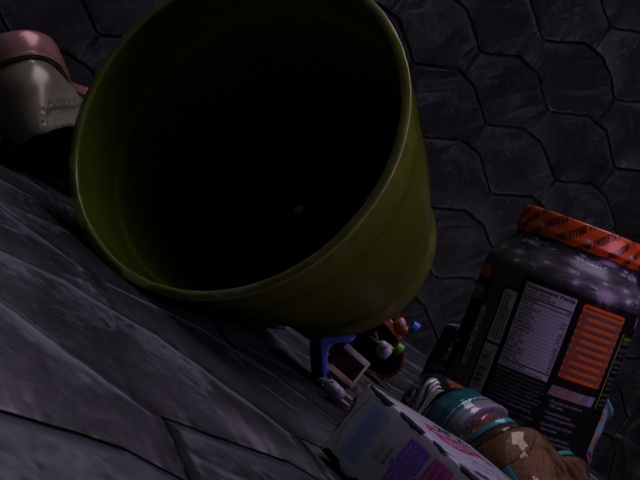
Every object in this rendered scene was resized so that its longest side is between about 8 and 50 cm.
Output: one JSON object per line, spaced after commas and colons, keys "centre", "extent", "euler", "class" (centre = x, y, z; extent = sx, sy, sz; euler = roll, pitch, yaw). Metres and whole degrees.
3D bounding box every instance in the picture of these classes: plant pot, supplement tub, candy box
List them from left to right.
{"centre": [-0.027, -0.055, 1.225], "extent": [0.366, 0.366, 0.353], "euler": [36, -5, 29], "class": "plant pot"}
{"centre": [0.118, 0.214, 0.862], "extent": [0.165, 0.070, 0.196], "euler": [35, 1, -43], "class": "candy box"}
{"centre": [0.277, 0.139, 1.399], "extent": [0.207, 0.338, 0.207], "euler": [21, 2, -1], "class": "supplement tub"}

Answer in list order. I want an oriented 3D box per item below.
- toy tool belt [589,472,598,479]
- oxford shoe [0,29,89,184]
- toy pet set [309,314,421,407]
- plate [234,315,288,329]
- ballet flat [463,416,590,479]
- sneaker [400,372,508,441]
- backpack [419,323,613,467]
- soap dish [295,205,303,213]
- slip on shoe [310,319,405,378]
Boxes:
{"centre": [0.370, 0.352, 1.547], "extent": [0.083, 0.052, 0.051], "euler": [36, -8, -8], "class": "toy tool belt"}
{"centre": [-0.331, -0.122, 1.408], "extent": [0.397, 0.140, 0.147], "euler": [50, 17, -74], "class": "oxford shoe"}
{"centre": [0.035, 0.124, 1.235], "extent": [0.065, 0.122, 0.114], "euler": [42, -20, -8], "class": "toy pet set"}
{"centre": [-0.122, 0.065, 1.383], "extent": [0.188, 0.024, 0.188], "euler": [35, 2, -1], "class": "plate"}
{"centre": [0.230, 0.271, 1.116], "extent": [0.124, 0.116, 0.342], "euler": [59, 6, 28], "class": "ballet flat"}
{"centre": [0.128, 0.201, 1.179], "extent": [0.121, 0.108, 0.302], "euler": [35, -8, 20], "class": "sneaker"}
{"centre": [0.305, 0.227, 1.627], "extent": [0.253, 0.191, 0.225], "euler": [19, -25, 40], "class": "backpack"}
{"centre": [0.000, 0.000, 1.870], "extent": [0.229, 0.291, 0.118], "euler": [36, 20, 32], "class": "soap dish"}
{"centre": [0.011, 0.104, 1.695], "extent": [0.331, 0.123, 0.101], "euler": [40, 3, -23], "class": "slip on shoe"}
